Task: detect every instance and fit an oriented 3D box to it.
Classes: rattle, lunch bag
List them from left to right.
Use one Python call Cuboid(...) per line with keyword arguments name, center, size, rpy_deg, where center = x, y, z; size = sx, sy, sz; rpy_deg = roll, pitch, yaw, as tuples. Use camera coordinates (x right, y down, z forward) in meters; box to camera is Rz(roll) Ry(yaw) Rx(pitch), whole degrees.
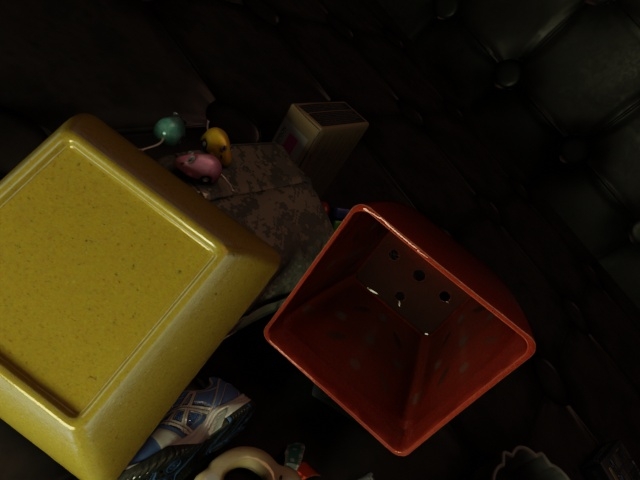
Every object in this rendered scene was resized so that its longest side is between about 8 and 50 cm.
Cuboid(name="lunch bag", center=(-0.127, 0.004, 0.738), size=(0.256, 0.212, 0.305), rpy_deg=(52, 36, 15))
Cuboid(name="rattle", center=(-0.054, 0.309, 0.601), size=(0.199, 0.143, 0.130), rpy_deg=(1, 37, -36))

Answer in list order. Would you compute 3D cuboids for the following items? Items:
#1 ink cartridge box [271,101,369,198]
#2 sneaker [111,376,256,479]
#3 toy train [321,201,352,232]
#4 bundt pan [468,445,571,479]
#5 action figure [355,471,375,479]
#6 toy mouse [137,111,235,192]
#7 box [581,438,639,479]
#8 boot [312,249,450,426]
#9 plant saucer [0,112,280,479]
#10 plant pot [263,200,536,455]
Cuboid(name="ink cartridge box", center=(-0.029, -0.176, 0.979), size=(0.088, 0.235, 0.193), rpy_deg=(47, 35, 15))
Cuboid(name="sneaker", center=(-0.184, 0.251, 0.589), size=(0.081, 0.080, 0.211), rpy_deg=(37, 31, 25))
Cuboid(name="toy train", center=(0.000, 0.000, 0.951), size=(0.105, 0.248, 0.143), rpy_deg=(7, 89, -23))
Cuboid(name="bundt pan", center=(0.363, 0.545, 0.792), size=(0.331, 0.124, 0.331), rpy_deg=(26, 41, -25))
Cuboid(name="action figure", center=(0.148, 0.481, 0.583), size=(0.341, 0.178, 0.330), rpy_deg=(40, 53, 15))
Cuboid(name="toy mouse", center=(-0.175, -0.129, 0.622), size=(0.143, 0.031, 0.161), rpy_deg=(-5, 55, -48))
Cuboid(name="box", center=(0.770, 0.645, 1.145), size=(0.183, 0.059, 0.233), rpy_deg=(-2, 59, -45))
Cuboid(name="boot", center=(0.181, 0.174, 0.931), size=(0.367, 0.146, 0.445), rpy_deg=(24, 38, -13))
Cuboid(name="plant saucer", center=(-0.264, 0.039, 0.512), size=(0.333, 0.081, 0.333), rpy_deg=(36, 70, 1))
Cuboid(name="plant pot", center=(0.126, 0.093, 0.694), size=(0.267, 0.267, 0.236), rpy_deg=(40, 30, 7))
